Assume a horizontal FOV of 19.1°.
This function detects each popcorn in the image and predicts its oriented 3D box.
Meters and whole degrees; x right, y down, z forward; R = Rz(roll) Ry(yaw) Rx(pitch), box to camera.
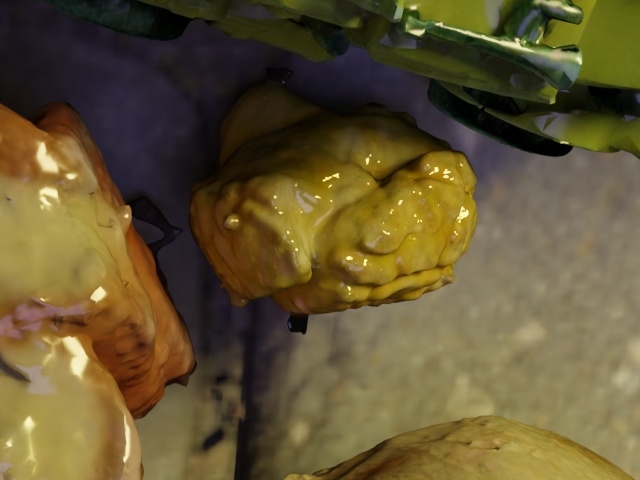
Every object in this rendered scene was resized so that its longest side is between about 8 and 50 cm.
[{"bbox_3d":[0.000,0.000,0.543,0.084,0.084,0.084,-5,113,-10],"label":"popcorn"}]

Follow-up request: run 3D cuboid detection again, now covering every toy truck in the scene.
[{"bbox_3d":[0.004,-0.085,0.461,0.260,0.135,0.128,13,108,-29],"label":"toy truck"}]

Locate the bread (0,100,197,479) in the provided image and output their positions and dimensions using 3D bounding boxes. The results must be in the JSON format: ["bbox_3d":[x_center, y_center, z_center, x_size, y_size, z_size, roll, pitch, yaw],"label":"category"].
[{"bbox_3d":[-0.137,0.061,0.491,0.244,0.123,0.190,-41,85,-8],"label":"bread"}]

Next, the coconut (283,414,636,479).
[{"bbox_3d":[0.045,0.142,0.557,0.194,0.194,0.194,-5,113,-10],"label":"coconut"}]
